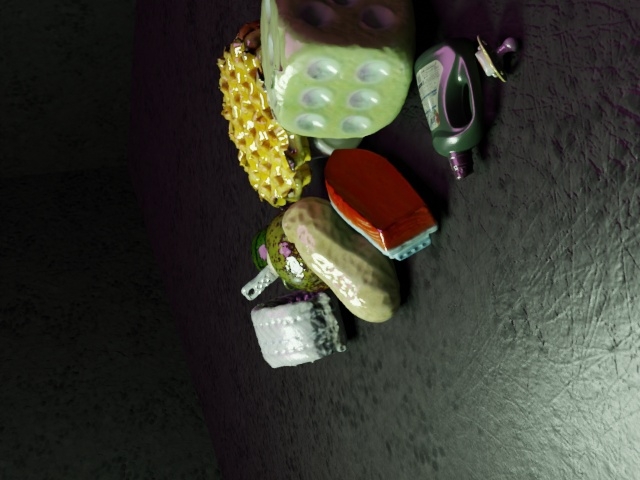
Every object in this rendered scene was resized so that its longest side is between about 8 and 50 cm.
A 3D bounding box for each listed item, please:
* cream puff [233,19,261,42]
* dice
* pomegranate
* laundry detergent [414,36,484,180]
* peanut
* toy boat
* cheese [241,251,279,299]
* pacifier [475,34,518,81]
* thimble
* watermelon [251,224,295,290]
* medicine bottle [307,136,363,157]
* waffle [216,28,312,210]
[{"bbox_3d":[-0.135,-0.429,1.913,0.240,0.164,0.240,-176,90,-75],"label":"cream puff"},{"bbox_3d":[0.023,-0.354,1.412,0.252,0.254,0.249,104,163,-57],"label":"dice"},{"bbox_3d":[0.000,0.000,1.757,0.248,0.214,0.214,-32,63,24],"label":"pomegranate"},{"bbox_3d":[0.223,-0.212,1.269,0.144,0.078,0.221,155,106,-65],"label":"laundry detergent"},{"bbox_3d":[0.051,0.035,1.599,0.313,0.152,0.152,44,147,10],"label":"peanut"},{"bbox_3d":[0.108,-0.074,1.524,0.332,0.145,0.133,52,171,50],"label":"toy boat"},{"bbox_3d":[-0.097,0.039,1.914,0.071,0.249,0.163,42,151,42],"label":"cheese"},{"bbox_3d":[0.275,-0.286,1.174,0.064,0.068,0.083,-30,87,30],"label":"pacifier"},{"bbox_3d":[-0.046,0.209,1.868,0.245,0.217,0.157,-13,95,59],"label":"thimble"},{"bbox_3d":[-0.108,0.047,2.047,0.141,0.141,0.187,-5,101,67],"label":"watermelon"},{"bbox_3d":[-0.029,-0.251,1.765,0.341,0.130,0.130,-175,77,-66],"label":"medicine bottle"},{"bbox_3d":[-0.127,-0.255,1.706,0.380,0.095,0.382,-15,92,68],"label":"waffle"}]
